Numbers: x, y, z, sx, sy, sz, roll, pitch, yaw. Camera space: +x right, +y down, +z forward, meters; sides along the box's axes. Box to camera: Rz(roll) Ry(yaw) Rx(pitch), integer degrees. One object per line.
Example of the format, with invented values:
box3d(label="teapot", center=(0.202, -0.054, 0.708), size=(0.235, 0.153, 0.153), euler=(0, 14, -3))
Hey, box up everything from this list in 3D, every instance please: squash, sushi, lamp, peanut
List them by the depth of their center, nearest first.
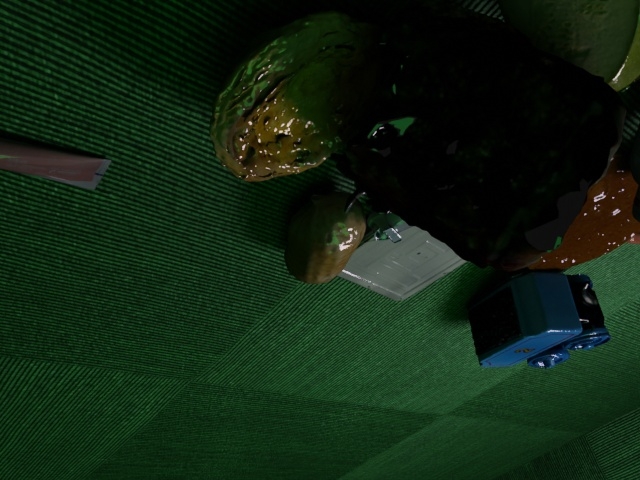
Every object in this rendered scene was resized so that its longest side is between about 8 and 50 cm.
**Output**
box3d(label="squash", center=(0.303, -0.310, 0.752), size=(0.189, 0.189, 0.260), euler=(-36, 144, 25))
box3d(label="sushi", center=(0.195, -0.126, 0.794), size=(0.294, 0.281, 0.299), euler=(29, 171, 8))
box3d(label="peanut", center=(0.000, 0.000, 1.090), size=(0.129, 0.129, 0.224), euler=(2, 141, -22))
box3d(label="lamp", center=(0.179, 0.017, 1.225), size=(0.269, 0.047, 0.266), euler=(-37, 139, 28))

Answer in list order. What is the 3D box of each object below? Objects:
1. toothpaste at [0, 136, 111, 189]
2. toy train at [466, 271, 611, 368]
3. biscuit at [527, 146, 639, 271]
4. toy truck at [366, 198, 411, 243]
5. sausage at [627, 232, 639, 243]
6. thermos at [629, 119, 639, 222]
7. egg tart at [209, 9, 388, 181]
box3d(label="toothpaste", center=(-0.406, -0.115, 0.868), size=(0.194, 0.043, 0.067), euler=(12, 134, -39))
box3d(label="toy train", center=(0.511, 0.193, 1.448), size=(0.265, 0.188, 0.300), euler=(3, 152, -18))
box3d(label="biscuit", center=(0.546, -0.069, 1.241), size=(0.359, 0.074, 0.381), euler=(-19, 141, 2))
box3d(label="toy truck", center=(0.185, -0.106, 1.005), size=(0.257, 0.140, 0.108), euler=(-29, 140, 17))
box3d(label="sausage", center=(0.745, -0.008, 1.421), size=(0.083, 0.034, 0.034), euler=(3, 139, -24))
box3d(label="thermos", center=(0.598, -0.149, 1.014), size=(0.182, 0.145, 0.286), euler=(-35, 136, -45))
box3d(label="egg tart", center=(-0.033, -0.204, 0.812), size=(0.291, 0.107, 0.291), euler=(-33, 157, -16))
